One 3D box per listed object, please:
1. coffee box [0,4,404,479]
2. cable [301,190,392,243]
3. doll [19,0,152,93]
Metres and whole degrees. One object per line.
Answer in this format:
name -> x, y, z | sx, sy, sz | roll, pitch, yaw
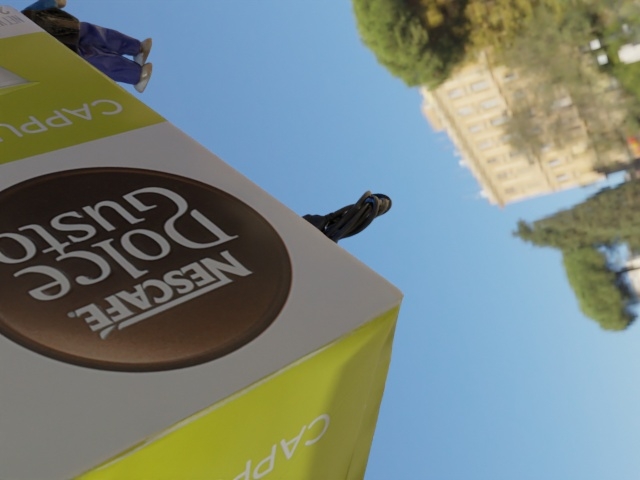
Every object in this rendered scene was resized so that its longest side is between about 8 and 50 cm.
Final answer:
coffee box -> -0.210, 0.126, 0.506 | 0.337, 0.334, 0.338 | -23, -43, -38
cable -> 0.000, 0.000, 1.178 | 0.047, 0.184, 0.150 | 61, 172, 10
doll -> -0.282, -0.216, 1.156 | 0.188, 0.046, 0.129 | 12, -125, -27
